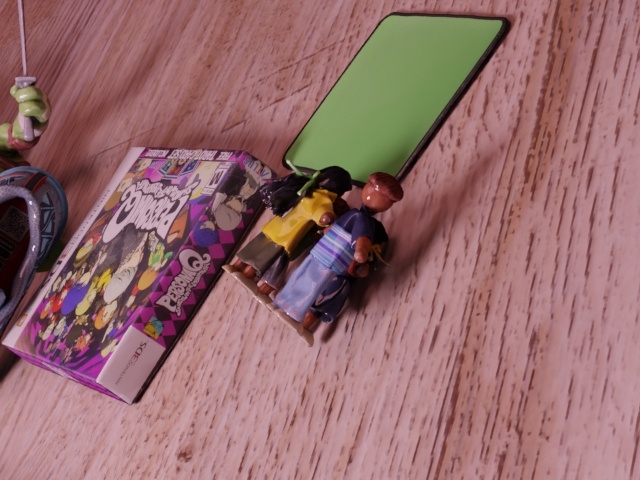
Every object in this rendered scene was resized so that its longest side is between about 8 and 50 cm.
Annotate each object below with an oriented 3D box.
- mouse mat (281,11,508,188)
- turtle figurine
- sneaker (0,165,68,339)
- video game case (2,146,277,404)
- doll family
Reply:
[{"bbox_3d":[0.049,-0.105,1.140,0.153,0.007,0.189,-54,24,-8],"label":"mouse mat"},{"bbox_3d":[-0.354,-0.076,1.498,0.266,0.197,0.275,-117,26,-45],"label":"turtle figurine"},{"bbox_3d":[-0.310,0.051,1.337,0.262,0.104,0.125,-64,5,-1],"label":"sneaker"},{"bbox_3d":[-0.151,0.019,1.259,0.210,0.042,0.232,-58,26,-12],"label":"video game case"},{"bbox_3d":[0.000,0.000,1.010,0.111,0.076,0.193,-47,30,-3],"label":"doll family"}]
